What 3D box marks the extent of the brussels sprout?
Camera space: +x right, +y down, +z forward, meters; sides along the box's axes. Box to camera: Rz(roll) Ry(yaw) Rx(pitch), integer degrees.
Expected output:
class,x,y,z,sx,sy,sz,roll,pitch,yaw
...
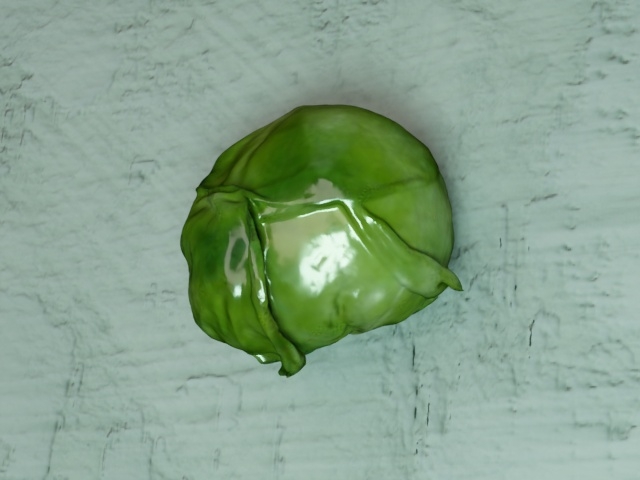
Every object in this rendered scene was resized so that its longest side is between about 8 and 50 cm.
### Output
class,x,y,z,sx,sy,sz,roll,pitch,yaw
brussels sprout,-0.002,-0.001,1.587,0.259,0.227,0.294,-16,29,11
